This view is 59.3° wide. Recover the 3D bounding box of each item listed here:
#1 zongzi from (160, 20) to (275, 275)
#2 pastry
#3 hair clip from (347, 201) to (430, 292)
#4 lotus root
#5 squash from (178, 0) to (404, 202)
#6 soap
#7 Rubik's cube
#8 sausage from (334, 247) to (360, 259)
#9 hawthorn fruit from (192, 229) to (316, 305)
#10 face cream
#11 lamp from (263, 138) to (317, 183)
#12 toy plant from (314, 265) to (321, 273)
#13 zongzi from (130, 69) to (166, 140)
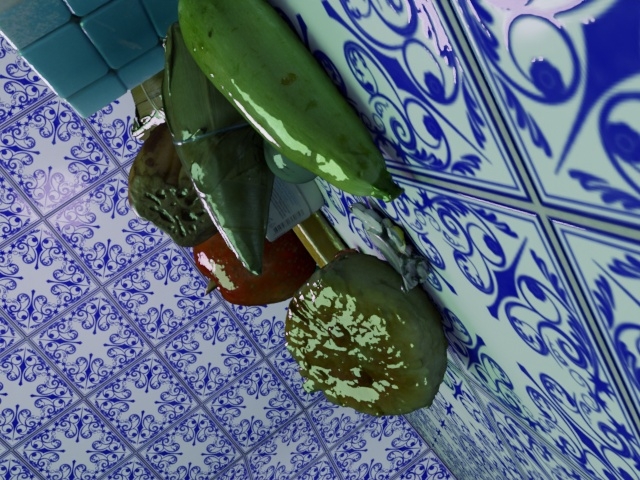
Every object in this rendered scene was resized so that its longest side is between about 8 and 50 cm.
[{"bbox_3d":[-0.154,-0.143,0.991,0.356,0.174,0.392,-155,52,-84],"label":"zongzi"},{"bbox_3d":[0.082,0.171,0.993,0.330,0.136,0.329,18,127,26],"label":"pastry"},{"bbox_3d":[0.103,0.011,0.858,0.172,0.049,0.116,50,168,51],"label":"hair clip"},{"bbox_3d":[-0.313,-0.145,1.363,0.316,0.316,0.250,59,-160,-31],"label":"lotus root"},{"bbox_3d":[-0.043,-0.175,0.677,0.370,0.118,0.118,50,173,8],"label":"squash"},{"bbox_3d":[0.000,0.000,1.389,0.232,0.073,0.140,54,169,13],"label":"soap"},{"bbox_3d":[-0.418,-0.469,0.970,0.318,0.316,0.322,54,172,12],"label":"Rubik's cube"},{"bbox_3d":[0.079,0.076,1.230,0.141,0.076,0.076,59,172,-20],"label":"sausage"},{"bbox_3d":[-0.219,0.046,1.811,0.402,0.403,0.403,53,173,9],"label":"hawthorn fruit"},{"bbox_3d":[-0.102,-0.106,1.241,0.177,0.153,0.177,54,174,8],"label":"face cream"},{"bbox_3d":[-0.033,-0.136,0.831,0.105,0.105,0.105,53,173,9],"label":"lamp"},{"bbox_3d":[0.003,0.238,2.114,0.279,0.185,0.400,28,138,62],"label":"toy plant"},{"bbox_3d":[-0.370,-0.489,1.387,0.418,0.181,0.446,-5,102,49],"label":"zongzi"}]
